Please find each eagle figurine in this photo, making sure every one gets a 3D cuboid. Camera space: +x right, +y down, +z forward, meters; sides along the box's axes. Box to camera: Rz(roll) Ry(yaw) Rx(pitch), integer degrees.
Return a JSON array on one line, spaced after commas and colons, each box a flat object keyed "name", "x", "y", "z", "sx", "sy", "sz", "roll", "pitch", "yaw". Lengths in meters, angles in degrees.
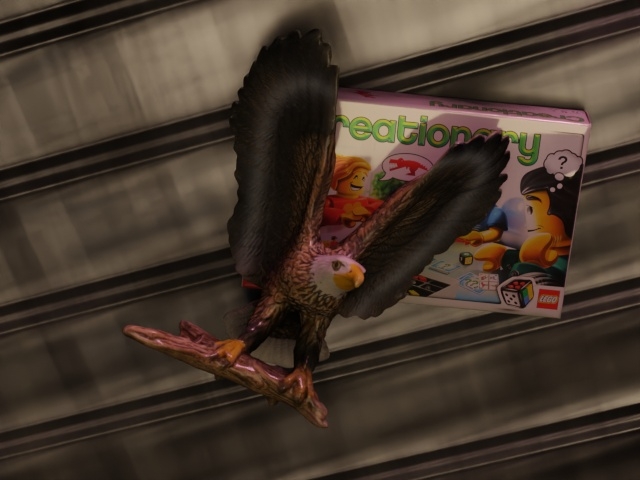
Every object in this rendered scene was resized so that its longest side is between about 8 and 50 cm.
[{"name": "eagle figurine", "x": 0.007, "y": 0.002, "z": 1.231, "sx": 0.226, "sy": 0.225, "sz": 0.298, "roll": 34, "pitch": 78, "yaw": -50}]

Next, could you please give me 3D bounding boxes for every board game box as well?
[{"name": "board game box", "x": 0.085, "y": -0.038, "z": 1.315, "sx": 0.305, "sy": 0.053, "sz": 0.193, "roll": 5, "pitch": 111, "yaw": 1}]
